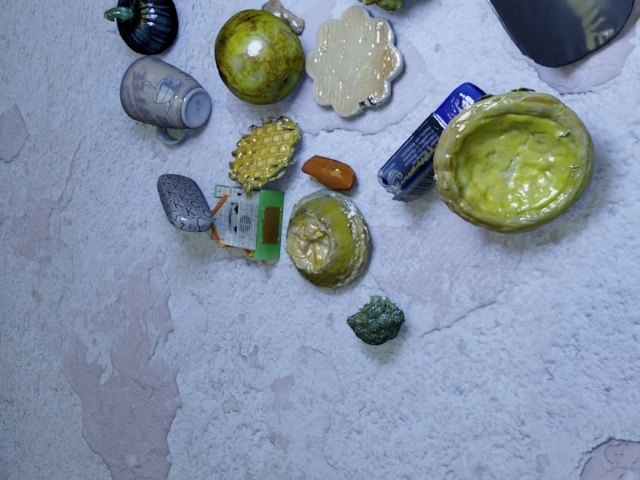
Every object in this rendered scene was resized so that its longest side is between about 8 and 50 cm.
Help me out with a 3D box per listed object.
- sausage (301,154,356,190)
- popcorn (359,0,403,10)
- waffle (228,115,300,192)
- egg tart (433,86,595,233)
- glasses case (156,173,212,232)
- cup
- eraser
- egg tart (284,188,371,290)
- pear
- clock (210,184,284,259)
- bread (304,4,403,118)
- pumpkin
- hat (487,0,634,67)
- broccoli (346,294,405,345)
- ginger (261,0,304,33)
[{"bbox_3d":[0.027,-0.201,1.617,0.179,0.089,0.089,25,107,24],"label":"sausage"},{"bbox_3d":[0.155,-0.729,1.400,0.282,0.282,0.247,48,119,22],"label":"popcorn"},{"bbox_3d":[-0.184,-0.279,1.727,0.280,0.060,0.262,-47,48,10],"label":"waffle"},{"bbox_3d":[0.434,-0.183,1.273,0.345,0.132,0.346,5,114,11],"label":"egg tart"},{"bbox_3d":[-0.456,-0.131,1.848,0.355,0.137,0.085,53,129,51],"label":"glasses case"},{"bbox_3d":[-0.514,-0.450,1.904,0.257,0.227,0.301,27,137,25],"label":"cup"},{"bbox_3d":[0.292,-0.241,1.394,0.332,0.155,0.102,-49,67,26],"label":"eraser"},{"bbox_3d":[0.000,0.000,1.627,0.314,0.120,0.315,5,99,35],"label":"egg tart"},{"bbox_3d":[-0.185,-0.537,1.622,0.283,0.283,0.284,3,95,34],"label":"pear"},{"bbox_3d":[-0.252,-0.065,1.808,0.255,0.106,0.220,10,98,37],"label":"clock"},{"bbox_3d":[0.091,-0.500,1.572,0.316,0.054,0.316,4,97,34],"label":"bread"},{"bbox_3d":[-0.628,-0.771,1.918,0.248,0.248,0.248,3,95,34],"label":"pumpkin"},{"bbox_3d":[0.508,-0.604,1.256,0.366,0.257,0.382,-25,115,17],"label":"hat"},{"bbox_3d":[0.160,0.222,1.537,0.162,0.145,0.138,-29,45,46],"label":"broccoli"},{"bbox_3d":[-0.128,-0.675,1.698,0.165,0.067,0.096,43,101,22],"label":"ginger"}]
